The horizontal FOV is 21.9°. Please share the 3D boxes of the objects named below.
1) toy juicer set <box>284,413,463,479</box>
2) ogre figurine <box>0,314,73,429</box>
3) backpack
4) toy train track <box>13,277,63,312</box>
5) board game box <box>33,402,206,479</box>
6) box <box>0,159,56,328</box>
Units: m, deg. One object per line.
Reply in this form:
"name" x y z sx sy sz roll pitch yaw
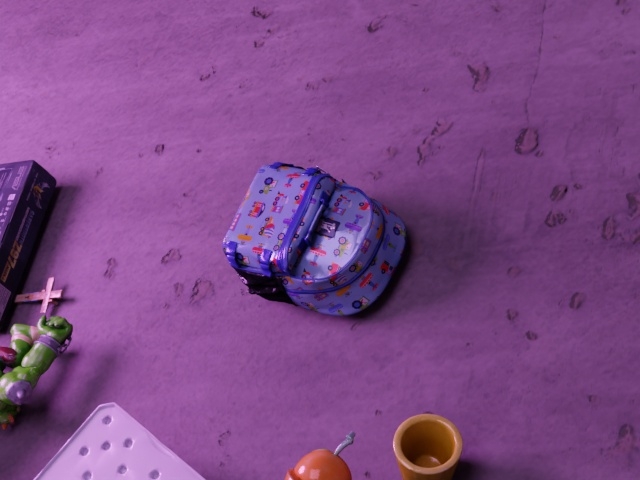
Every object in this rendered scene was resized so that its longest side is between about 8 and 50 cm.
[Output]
"toy juicer set" 0.048 0.318 1.564 0.209 0.089 0.329 -5 53 -2
"ogre figurine" -0.393 0.159 1.999 0.197 0.097 0.118 0 45 19
"backpack" 0.000 0.000 1.857 0.173 0.117 0.158 16 68 36
"toy train track" -0.354 0.073 2.095 0.083 0.014 0.048 -7 61 35
"board game box" -0.219 0.417 1.694 0.390 0.050 0.390 35 79 34
"box" -0.462 0.010 2.171 0.183 0.059 0.232 -5 55 32
